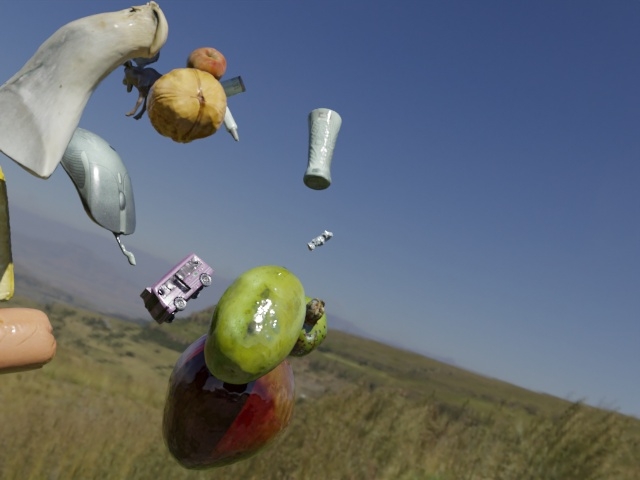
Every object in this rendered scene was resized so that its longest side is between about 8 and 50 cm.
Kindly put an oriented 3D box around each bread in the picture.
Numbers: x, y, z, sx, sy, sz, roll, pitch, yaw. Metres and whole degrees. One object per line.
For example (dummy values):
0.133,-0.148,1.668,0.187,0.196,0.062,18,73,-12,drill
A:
-0.791,-0.025,1.718,0.143,0.324,0.333,-8,10,-33,bread

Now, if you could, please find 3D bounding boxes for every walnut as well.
-0.250,-0.249,1.435,0.144,0.144,0.180,22,-7,-15,walnut

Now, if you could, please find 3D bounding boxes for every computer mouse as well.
-0.489,-0.116,1.796,0.090,0.379,0.167,-33,-15,21,computer mouse

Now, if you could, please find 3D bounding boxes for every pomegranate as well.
-0.060,0.262,2.470,0.202,0.202,0.248,22,-36,-14,pomegranate

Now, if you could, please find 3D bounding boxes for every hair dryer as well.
-0.243,-0.294,1.824,0.155,0.183,0.044,-17,-28,7,hair dryer

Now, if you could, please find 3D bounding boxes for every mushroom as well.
-0.442,-0.300,1.410,0.177,0.397,0.126,33,-16,6,mushroom

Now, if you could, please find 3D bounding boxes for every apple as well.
-0.363,-0.553,2.467,0.126,0.126,0.102,22,-50,-15,apple

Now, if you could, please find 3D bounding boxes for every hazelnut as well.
-0.261,0.438,2.101,0.353,0.421,0.421,51,-16,-12,hazelnut

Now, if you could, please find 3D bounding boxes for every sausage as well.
-0.615,0.184,1.362,0.121,0.121,0.304,13,9,41,sausage

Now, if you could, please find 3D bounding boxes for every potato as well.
-0.145,0.190,1.758,0.216,0.304,0.216,8,-48,9,potato

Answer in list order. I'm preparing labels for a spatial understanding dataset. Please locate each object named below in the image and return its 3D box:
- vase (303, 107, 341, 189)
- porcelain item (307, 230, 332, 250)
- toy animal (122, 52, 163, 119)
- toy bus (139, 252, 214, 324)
0.001,-0.243,2.087,0.096,0.219,0.096,5,-31,3,vase
0.000,0.000,2.286,0.028,0.083,0.036,50,-14,24,porcelain item
-0.402,-0.371,1.808,0.214,0.186,0.094,15,2,10,toy animal
-0.341,0.114,1.838,0.098,0.178,0.087,46,-46,-3,toy bus
